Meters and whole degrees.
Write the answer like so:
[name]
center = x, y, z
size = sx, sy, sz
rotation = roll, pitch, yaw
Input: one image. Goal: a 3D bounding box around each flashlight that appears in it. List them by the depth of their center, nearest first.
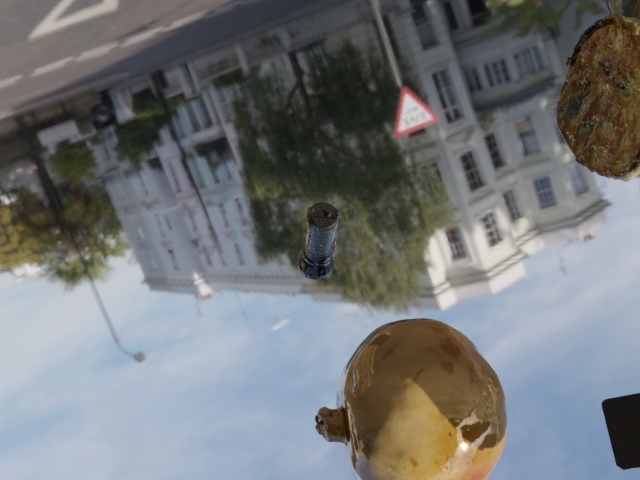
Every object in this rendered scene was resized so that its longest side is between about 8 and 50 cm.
[flashlight]
center = 0.000, 0.000, 1.820
size = 0.093, 0.093, 0.232
rotation = -25, 156, -20

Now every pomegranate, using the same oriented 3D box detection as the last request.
[pomegranate]
center = 0.188, 0.374, 1.760
size = 0.411, 0.412, 0.411
rotation = -20, -169, 4

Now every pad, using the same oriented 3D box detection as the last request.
[pad]
center = 0.525, 0.287, 1.287
size = 0.157, 0.112, 0.003
rotation = -17, 160, 25

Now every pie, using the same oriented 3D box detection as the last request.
[pie]
center = 0.562, -0.266, 1.586
size = 0.092, 0.315, 0.315
rotation = -6, -175, -22

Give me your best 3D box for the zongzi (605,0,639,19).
[zongzi]
center = 0.770, -0.657, 2.221
size = 0.418, 0.447, 0.181
rotation = -63, 167, 28
